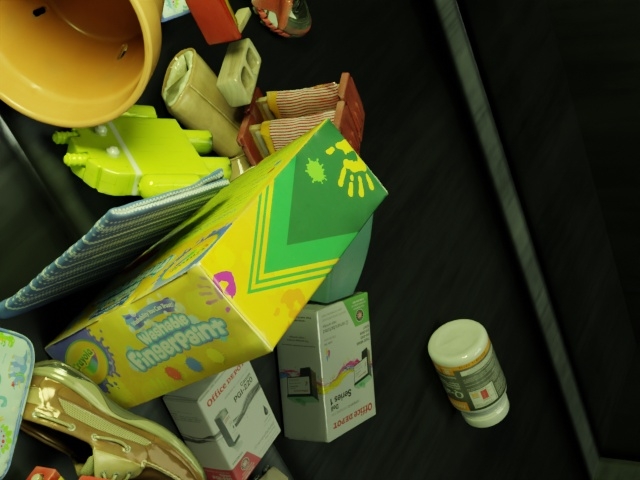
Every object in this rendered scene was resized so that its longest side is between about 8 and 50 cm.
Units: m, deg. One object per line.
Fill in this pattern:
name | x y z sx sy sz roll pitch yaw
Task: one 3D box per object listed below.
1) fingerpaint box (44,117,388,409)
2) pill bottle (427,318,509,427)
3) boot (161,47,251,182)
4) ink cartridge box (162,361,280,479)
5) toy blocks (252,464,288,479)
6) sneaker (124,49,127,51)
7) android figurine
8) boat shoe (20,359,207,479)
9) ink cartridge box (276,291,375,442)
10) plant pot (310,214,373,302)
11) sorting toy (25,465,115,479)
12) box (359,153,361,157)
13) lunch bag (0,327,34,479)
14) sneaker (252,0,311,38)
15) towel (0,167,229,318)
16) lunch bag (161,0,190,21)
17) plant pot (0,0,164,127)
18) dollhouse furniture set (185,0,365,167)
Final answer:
fingerpaint box | -0.160 0.051 1.518 0.163 0.444 0.371 50 46 -13
pill bottle | 0.398 0.355 2.619 0.162 0.162 0.279 -57 134 -39
boot | -0.196 -0.177 1.811 0.269 0.089 0.236 45 42 -48
ink cartridge box | -0.178 0.319 1.827 0.158 0.092 0.218 -51 128 -43
toy blocks | -0.084 0.668 1.904 0.288 0.309 0.260 -39 155 -36
sneaker | -0.338 -0.396 1.596 0.211 0.081 0.080 49 53 -42
android figurine | -0.283 -0.139 1.570 0.272 0.248 0.056 0 127 -32
boat shoe | -0.328 0.316 1.504 0.324 0.122 0.120 37 49 -12
ink cartridge box | 0.013 0.260 2.086 0.201 0.117 0.278 -16 104 -55
plant pot | 0.000 0.000 2.040 0.165 0.165 0.234 -14 109 -55
sorting toy | -0.383 0.435 1.374 0.255 0.257 0.089 -57 134 -39
box | 0.029 -0.200 2.190 0.162 0.029 0.116 58 45 -40
lunch bag | -0.490 0.222 1.363 0.176 0.090 0.219 27 68 -52
sneaker | -0.077 -0.494 1.938 0.276 0.135 0.098 46 51 -47
towel | -0.308 0.005 1.445 0.243 0.336 0.040 -26 83 -52
lunch bag | -0.253 -0.455 1.710 0.151 0.096 0.129 -51 131 -56
plant pot | -0.351 -0.338 1.431 0.203 0.290 0.291 -72 145 -52
dollhouse furniture set | -0.076 -0.286 1.723 0.374 0.201 0.152 62 29 -44
